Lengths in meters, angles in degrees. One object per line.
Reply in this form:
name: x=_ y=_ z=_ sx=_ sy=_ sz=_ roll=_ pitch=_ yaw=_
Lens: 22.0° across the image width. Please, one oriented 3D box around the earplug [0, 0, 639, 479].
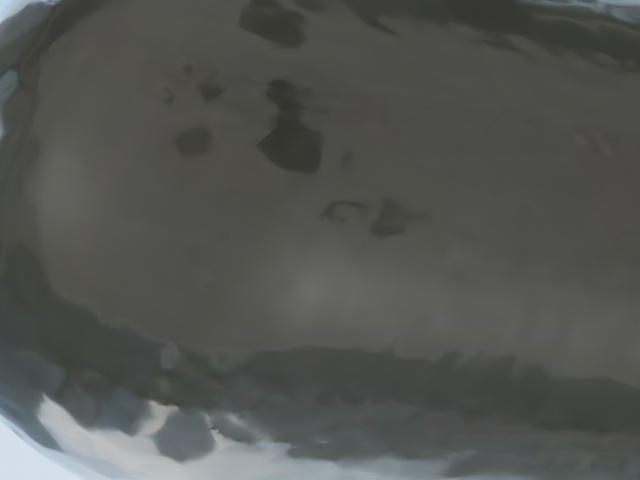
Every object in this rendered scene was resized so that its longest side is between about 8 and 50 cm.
earplug: x=0.000 y=0.000 z=0.863 sx=0.394 sy=0.312 sz=0.313 roll=7 pitch=-110 yaw=-22
